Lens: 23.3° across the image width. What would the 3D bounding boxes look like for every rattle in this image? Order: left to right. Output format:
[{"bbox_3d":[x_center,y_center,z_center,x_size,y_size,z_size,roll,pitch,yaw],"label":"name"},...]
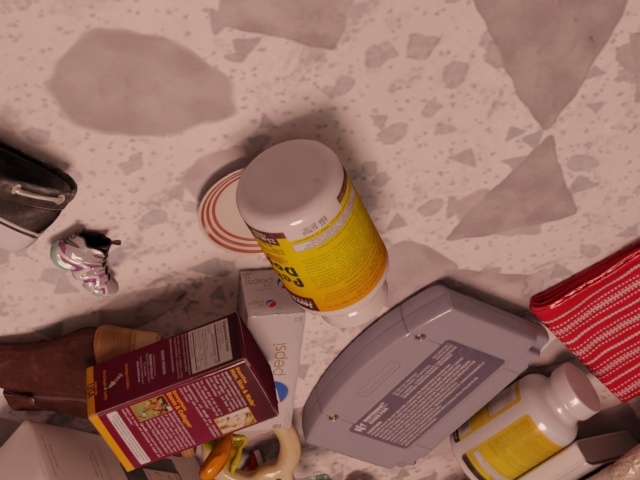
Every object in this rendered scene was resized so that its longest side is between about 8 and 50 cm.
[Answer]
[{"bbox_3d":[-0.060,0.299,1.928,0.130,0.143,0.199,-37,108,-6],"label":"rattle"}]

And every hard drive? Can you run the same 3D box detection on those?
[{"bbox_3d":[0.270,0.357,2.112,0.307,0.040,0.203,-37,160,25],"label":"hard drive"}]

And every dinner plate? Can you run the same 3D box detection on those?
[{"bbox_3d":[-0.064,-0.036,1.690,0.141,0.017,0.141,-6,137,-6],"label":"dinner plate"}]

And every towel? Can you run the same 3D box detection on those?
[{"bbox_3d":[0.403,0.101,1.941,0.199,0.031,0.275,-30,135,19],"label":"towel"},{"bbox_3d":[0.441,0.301,2.077,0.187,0.049,0.282,-41,158,27],"label":"towel"}]

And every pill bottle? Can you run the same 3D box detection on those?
[{"bbox_3d":[0.000,0.000,1.646,0.117,0.117,0.215,-21,137,9],"label":"pill bottle"},{"bbox_3d":[0.263,0.235,1.994,0.184,0.103,0.103,-37,132,25],"label":"pill bottle"}]

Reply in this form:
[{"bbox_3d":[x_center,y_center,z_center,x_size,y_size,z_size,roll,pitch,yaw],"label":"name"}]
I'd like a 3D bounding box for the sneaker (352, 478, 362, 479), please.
[{"bbox_3d":[-0.056,0.397,2.098,0.297,0.112,0.131,-19,133,-8],"label":"sneaker"}]

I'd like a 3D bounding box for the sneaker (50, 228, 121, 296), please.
[{"bbox_3d":[-0.238,0.021,1.692,0.069,0.038,0.098,-33,134,21],"label":"sneaker"}]

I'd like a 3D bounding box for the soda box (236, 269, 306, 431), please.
[{"bbox_3d":[-0.064,0.131,1.825,0.069,0.074,0.216,-4,137,-10],"label":"soda box"}]

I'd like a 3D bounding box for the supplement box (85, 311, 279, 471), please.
[{"bbox_3d":[-0.153,0.168,1.726,0.188,0.080,0.104,-21,131,7],"label":"supplement box"}]

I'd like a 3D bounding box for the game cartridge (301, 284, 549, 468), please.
[{"bbox_3d":[0.117,0.172,1.928,0.196,0.060,0.294,19,129,-35],"label":"game cartridge"}]

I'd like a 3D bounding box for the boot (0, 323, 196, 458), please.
[{"bbox_3d":[-0.261,0.184,1.849,0.207,0.090,0.248,-5,140,10],"label":"boot"}]

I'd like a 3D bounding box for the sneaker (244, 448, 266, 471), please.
[{"bbox_3d":[-0.100,0.319,2.039,0.067,0.042,0.118,-10,140,-8],"label":"sneaker"}]

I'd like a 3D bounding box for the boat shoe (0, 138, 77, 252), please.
[{"bbox_3d":[-0.361,-0.086,1.497,0.105,0.113,0.306,-40,134,17],"label":"boat shoe"}]

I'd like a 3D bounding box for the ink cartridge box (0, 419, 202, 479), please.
[{"bbox_3d":[-0.270,0.357,1.940,0.353,0.119,0.207,22,119,-45],"label":"ink cartridge box"}]
